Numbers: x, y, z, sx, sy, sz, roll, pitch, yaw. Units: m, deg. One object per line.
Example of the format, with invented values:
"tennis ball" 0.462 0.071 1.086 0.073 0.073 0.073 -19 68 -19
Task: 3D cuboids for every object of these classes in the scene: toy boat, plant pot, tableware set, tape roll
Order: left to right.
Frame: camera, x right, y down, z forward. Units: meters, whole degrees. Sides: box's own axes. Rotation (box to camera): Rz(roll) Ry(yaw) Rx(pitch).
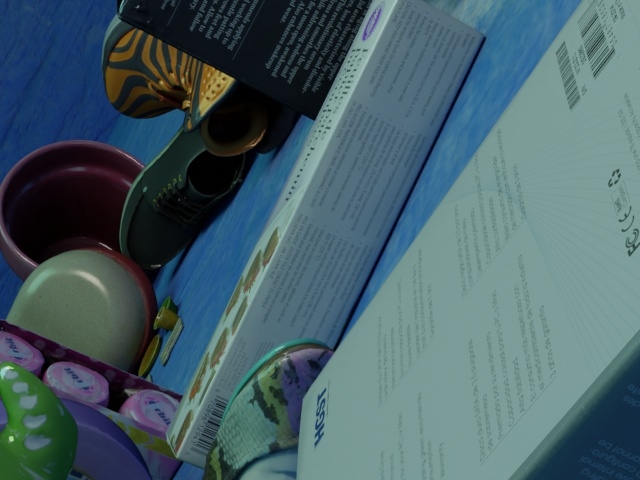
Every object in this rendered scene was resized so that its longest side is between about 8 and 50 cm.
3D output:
"tape roll" -0.210 0.213 1.010 0.189 0.189 0.080 -64 14 1
"plant pot" -0.292 0.008 1.680 0.180 0.201 0.201 109 178 -56
"toy boat" -0.254 0.112 1.502 0.231 0.151 0.151 -59 -14 22
"tableware set" -0.182 0.131 1.384 0.154 0.024 0.104 -63 14 7

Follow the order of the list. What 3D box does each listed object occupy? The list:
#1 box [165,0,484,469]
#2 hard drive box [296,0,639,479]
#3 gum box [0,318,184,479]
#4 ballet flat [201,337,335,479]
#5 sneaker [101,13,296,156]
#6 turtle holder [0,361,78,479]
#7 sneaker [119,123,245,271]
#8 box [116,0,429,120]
"box" 0.000 0.000 0.878 0.324 0.067 0.063 -65 14 1
"hard drive box" 0.081 0.048 0.457 0.232 0.089 0.181 -55 17 30
"gum box" -0.209 0.149 1.112 0.107 0.188 0.062 -58 15 25
"ballet flat" -0.034 0.147 0.759 0.221 0.077 0.079 122 147 -41
"sneaker" -0.122 -0.152 1.332 0.321 0.125 0.180 -33 52 51
"turtle holder" -0.211 0.210 0.728 0.227 0.320 0.243 -45 -17 -30
"sneaker" -0.149 -0.043 1.441 0.222 0.083 0.118 -58 16 21
"box" -0.032 -0.166 0.981 0.108 0.207 0.153 -62 16 10
